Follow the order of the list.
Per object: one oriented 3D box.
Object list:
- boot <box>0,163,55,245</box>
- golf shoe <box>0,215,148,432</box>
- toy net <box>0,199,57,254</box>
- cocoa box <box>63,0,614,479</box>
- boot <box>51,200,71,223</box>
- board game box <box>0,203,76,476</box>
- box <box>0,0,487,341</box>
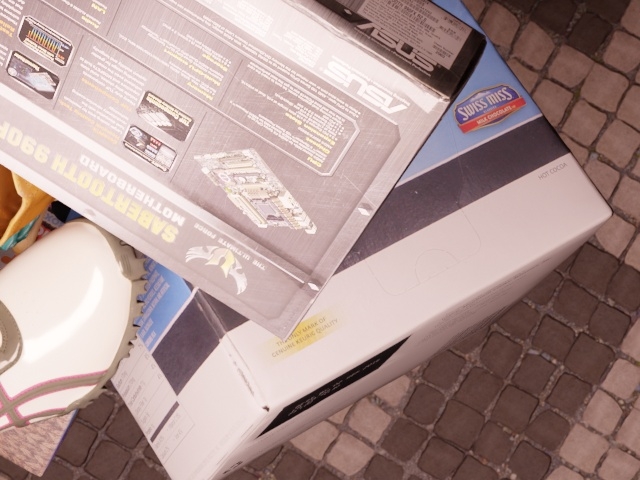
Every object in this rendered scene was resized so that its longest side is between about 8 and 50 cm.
[{"bbox_3d":[-0.129,-0.136,0.918,0.211,0.104,0.295,-47,163,-44],"label":"boot"},{"bbox_3d":[-0.224,0.085,0.998,0.273,0.105,0.120,-42,161,19],"label":"golf shoe"},{"bbox_3d":[-0.214,-0.031,1.085,0.232,0.045,0.122,-53,175,-32],"label":"toy net"},{"bbox_3d":[0.000,0.000,1.211,0.347,0.228,0.231,-27,167,-30],"label":"cocoa box"},{"bbox_3d":[-0.176,-0.121,1.202,0.219,0.082,0.106,116,-32,-41],"label":"boot"},{"bbox_3d":[-0.235,0.035,1.451,0.291,0.141,0.232,-62,-176,-32],"label":"board game box"},{"bbox_3d":[-0.068,-0.078,0.699,0.183,0.231,0.056,-58,-179,46],"label":"box"}]
